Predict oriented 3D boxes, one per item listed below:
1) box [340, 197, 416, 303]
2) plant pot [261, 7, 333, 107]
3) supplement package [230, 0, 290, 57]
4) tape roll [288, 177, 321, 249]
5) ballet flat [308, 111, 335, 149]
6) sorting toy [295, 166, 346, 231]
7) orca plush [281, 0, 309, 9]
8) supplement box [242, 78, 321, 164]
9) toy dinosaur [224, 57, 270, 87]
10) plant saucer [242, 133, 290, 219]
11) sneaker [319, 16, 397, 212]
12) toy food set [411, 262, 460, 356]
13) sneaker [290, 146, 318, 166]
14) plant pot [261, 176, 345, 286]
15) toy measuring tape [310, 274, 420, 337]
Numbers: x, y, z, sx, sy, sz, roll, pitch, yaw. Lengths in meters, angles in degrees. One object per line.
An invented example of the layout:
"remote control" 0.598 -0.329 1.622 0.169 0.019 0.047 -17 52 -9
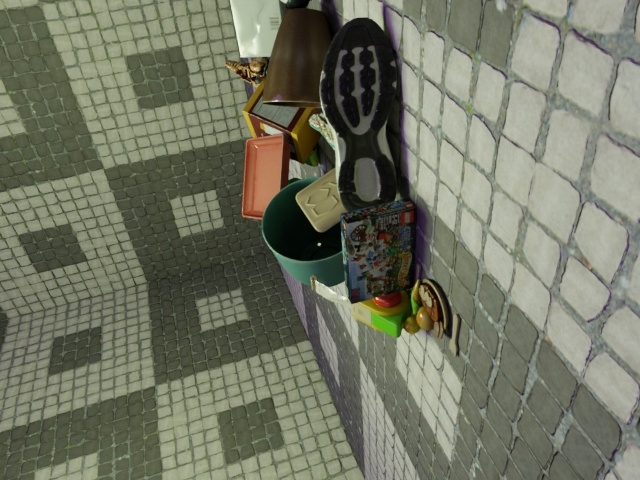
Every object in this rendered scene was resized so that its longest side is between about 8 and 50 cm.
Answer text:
"box" 0.131 0.028 1.161 0.044 0.159 0.233 -116 15 -51
"plant pot" -0.044 -0.472 1.351 0.215 0.215 0.231 -141 52 -72
"supplement package" -0.167 -0.691 1.572 0.203 0.149 0.194 -78 -13 -48
"tape roll" -0.056 -0.055 1.787 0.321 0.077 0.322 51 -153 -38
"ballet flat" 0.038 -0.318 1.442 0.077 0.091 0.241 -65 33 22
"sorting toy" 0.043 -0.118 1.370 0.038 0.192 0.208 55 180 -35
"orca plush" -0.066 -0.681 1.393 0.102 0.151 0.287 43 -168 -43
"supplement box" -0.114 -0.369 1.624 0.194 0.129 0.191 27 166 13
"toy dinosaur" -0.169 -0.568 1.698 0.321 0.218 0.164 32 139 7
"plant saucer" -0.169 -0.197 1.641 0.258 0.047 0.260 10 98 56
"sneaker" 0.083 -0.266 1.130 0.182 0.157 0.411 -88 -5 -64
"toy food set" 0.234 0.149 1.117 0.192 0.038 0.133 -119 18 -52
"sneaker" -0.083 -0.321 1.867 0.295 0.123 0.110 -133 31 -66
"plant pot" 0.000 0.000 1.504 0.235 0.292 0.293 73 176 -55
"toy measuring tape" 0.124 0.147 1.320 0.330 0.121 0.122 25 135 38
